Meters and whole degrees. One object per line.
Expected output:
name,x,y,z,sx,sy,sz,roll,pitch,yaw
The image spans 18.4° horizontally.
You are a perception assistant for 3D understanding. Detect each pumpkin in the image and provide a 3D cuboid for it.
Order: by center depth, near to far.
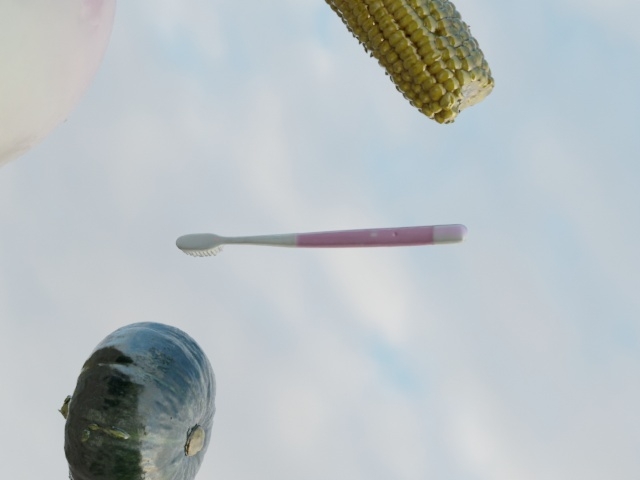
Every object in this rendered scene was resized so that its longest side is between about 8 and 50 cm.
pumpkin,-0.192,0.187,2.030,0.152,0.211,0.212,10,-58,21

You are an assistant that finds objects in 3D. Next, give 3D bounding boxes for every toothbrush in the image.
toothbrush,0.000,0.000,1.868,0.025,0.286,0.020,55,37,-61

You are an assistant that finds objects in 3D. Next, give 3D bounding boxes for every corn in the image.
corn,0.056,-0.254,1.965,0.318,0.115,0.115,54,-31,15

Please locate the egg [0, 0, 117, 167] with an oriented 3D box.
egg,-0.318,-0.214,1.651,0.354,0.340,0.355,-1,-91,30
